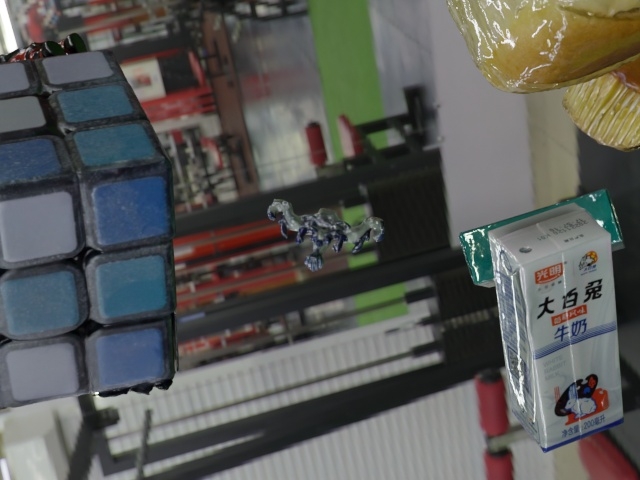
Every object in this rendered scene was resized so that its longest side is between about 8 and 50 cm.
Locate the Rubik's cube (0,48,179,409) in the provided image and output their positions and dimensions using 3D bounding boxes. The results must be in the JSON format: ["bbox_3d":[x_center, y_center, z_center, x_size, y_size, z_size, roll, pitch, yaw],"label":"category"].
[{"bbox_3d":[-0.389,-0.019,1.397,0.363,0.362,0.359,-117,21,-49],"label":"Rubik's cube"}]

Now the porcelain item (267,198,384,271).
[{"bbox_3d":[0.000,0.000,1.170,0.021,0.136,0.075,76,-153,-63],"label":"porcelain item"}]

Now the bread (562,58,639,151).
[{"bbox_3d":[0.397,-0.196,1.306,0.132,0.190,0.114,42,132,25],"label":"bread"}]

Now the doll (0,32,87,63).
[{"bbox_3d":[-0.468,-0.242,1.578,0.127,0.249,0.088,9,-114,-66],"label":"doll"}]

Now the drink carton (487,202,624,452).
[{"bbox_3d":[0.313,0.117,1.380,0.106,0.130,0.315,-126,20,-57],"label":"drink carton"}]

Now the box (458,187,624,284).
[{"bbox_3d":[0.364,0.000,1.711,0.153,0.245,0.092,10,-118,-71],"label":"box"}]

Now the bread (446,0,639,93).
[{"bbox_3d":[0.192,-0.171,0.635,0.106,0.236,0.140,60,163,6],"label":"bread"}]
